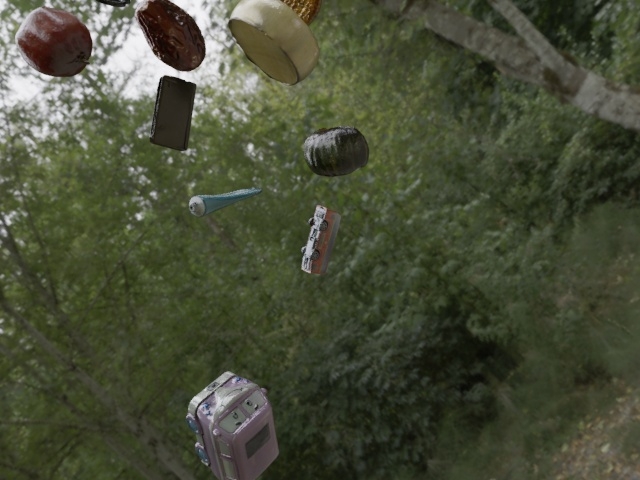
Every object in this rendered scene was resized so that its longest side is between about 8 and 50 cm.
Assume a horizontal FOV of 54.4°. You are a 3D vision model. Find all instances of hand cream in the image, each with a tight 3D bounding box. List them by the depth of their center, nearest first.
[{"bbox_3d":[-0.229,-0.096,1.459,0.083,0.048,0.224,-1,13,31],"label":"hand cream"}]

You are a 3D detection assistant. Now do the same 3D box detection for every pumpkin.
[{"bbox_3d":[0.021,-0.214,1.521,0.108,0.119,0.183,-22,16,-36],"label":"pumpkin"}]

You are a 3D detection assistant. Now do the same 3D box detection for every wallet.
[{"bbox_3d":[-0.413,-0.359,1.752,0.031,0.110,0.198,-2,78,59],"label":"wallet"}]

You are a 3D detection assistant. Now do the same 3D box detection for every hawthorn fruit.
[{"bbox_3d":[-0.822,-0.610,1.962,0.215,0.250,0.215,-57,-5,-7],"label":"hawthorn fruit"}]

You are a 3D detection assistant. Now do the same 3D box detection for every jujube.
[{"bbox_3d":[-0.549,-0.757,2.292,0.197,0.290,0.197,-29,32,21],"label":"jujube"}]

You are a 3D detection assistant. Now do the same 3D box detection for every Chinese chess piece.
[{"bbox_3d":[-0.122,-0.528,1.646,0.104,0.257,0.257,-52,-5,-9],"label":"Chinese chess piece"}]

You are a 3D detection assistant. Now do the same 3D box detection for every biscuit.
[{"bbox_3d":[-0.095,-0.808,2.012,0.035,0.254,0.254,-32,-15,-42],"label":"biscuit"}]

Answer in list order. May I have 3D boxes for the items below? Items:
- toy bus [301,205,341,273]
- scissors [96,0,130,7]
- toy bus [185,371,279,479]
[{"bbox_3d":[0.000,0.000,1.786,0.065,0.077,0.192,23,99,54],"label":"toy bus"},{"bbox_3d":[-0.671,-0.702,1.700,0.109,0.300,0.022,-81,13,-56],"label":"scissors"},{"bbox_3d":[-0.175,0.387,1.282,0.142,0.142,0.202,-35,-47,-37],"label":"toy bus"}]
